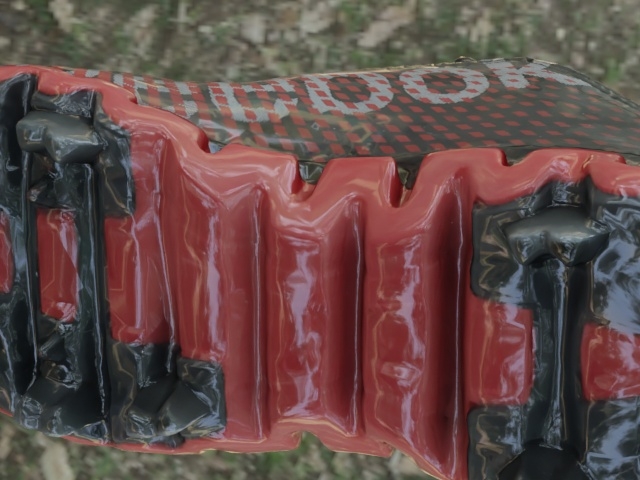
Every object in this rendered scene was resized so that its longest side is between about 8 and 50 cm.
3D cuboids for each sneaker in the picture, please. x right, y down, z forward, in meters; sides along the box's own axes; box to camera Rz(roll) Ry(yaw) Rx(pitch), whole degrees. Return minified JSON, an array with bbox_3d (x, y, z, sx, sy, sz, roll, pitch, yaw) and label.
[{"bbox_3d":[0.000,0.001,0.459,0.135,0.276,0.097,-39,135,-63],"label":"sneaker"}]
